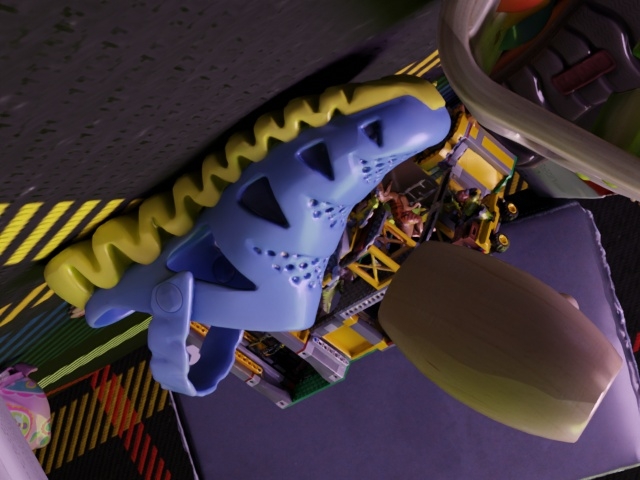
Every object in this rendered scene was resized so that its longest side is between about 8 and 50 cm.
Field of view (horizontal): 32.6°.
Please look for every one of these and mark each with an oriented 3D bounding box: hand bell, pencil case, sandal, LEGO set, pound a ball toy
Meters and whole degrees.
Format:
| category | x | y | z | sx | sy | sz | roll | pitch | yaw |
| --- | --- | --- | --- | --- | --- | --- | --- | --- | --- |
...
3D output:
| category | x | y | z | sx | sy | sz | roll | pitch | yaw |
| --- | --- | --- | --- | --- | --- | --- | --- | --- | --- |
| hand bell | 0.043 | -0.054 | 1.297 | 0.242 | 0.126 | 0.126 | -17 | 176 | -9 |
| pencil case | -0.449 | 0.245 | 1.295 | 0.124 | 0.124 | 0.284 | -31 | 178 | 40 |
| sandal | -0.037 | 0.001 | 0.734 | 0.317 | 0.138 | 0.126 | -33 | 174 | 30 |
| LEGO set | -0.008 | -0.016 | 0.952 | 0.331 | 0.192 | 0.255 | -27 | -150 | 53 |
| pound a ball toy | 0.093 | -0.065 | 0.471 | 0.208 | 0.136 | 0.319 | -61 | 174 | 9 |

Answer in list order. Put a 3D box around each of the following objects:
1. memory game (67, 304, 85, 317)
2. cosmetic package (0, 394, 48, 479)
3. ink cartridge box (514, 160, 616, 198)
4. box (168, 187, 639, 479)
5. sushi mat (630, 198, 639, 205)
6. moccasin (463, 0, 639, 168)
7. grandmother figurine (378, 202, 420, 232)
| category | x | y | z | sx | sy | sz | roll | pitch | yaw |
| --- | --- | --- | --- | --- | --- | --- | --- | --- | --- |
| memory game | -0.188 | 0.036 | 1.174 | 0.186 | 0.012 | 0.186 | -29 | 178 | -1 |
| cosmetic package | -0.309 | 0.263 | 0.692 | 0.329 | 0.327 | 0.394 | -29 | 179 | -16 |
| ink cartridge box | 0.329 | -0.170 | 1.012 | 0.308 | 0.091 | 0.385 | -41 | -179 | 1 |
| box | 0.105 | 0.142 | 1.358 | 0.480 | 0.297 | 0.472 | -17 | -179 | 6 |
| sushi mat | 0.252 | -0.154 | 0.538 | 0.316 | 0.019 | 0.151 | -57 | 178 | -4 |
| moccasin | 0.259 | -0.163 | 0.850 | 0.147 | 0.139 | 0.380 | -45 | -179 | -23 |
| grandmother figurine | 0.000 | 0.000 | 1.712 | 0.342 | 0.104 | 0.208 | -27 | -174 | -8 |
